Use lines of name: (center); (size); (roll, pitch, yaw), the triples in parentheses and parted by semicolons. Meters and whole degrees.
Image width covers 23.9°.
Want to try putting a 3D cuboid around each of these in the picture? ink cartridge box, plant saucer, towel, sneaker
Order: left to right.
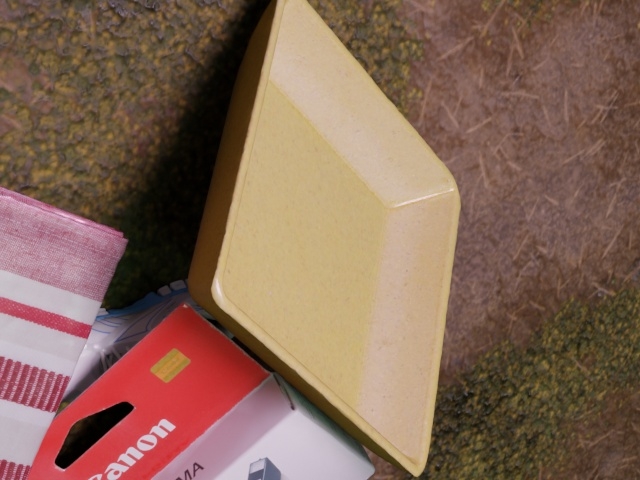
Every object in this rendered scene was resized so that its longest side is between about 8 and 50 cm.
towel: (-0.317, 0.109, 1.214); (0.237, 0.037, 0.329); (22, 93, -35)
sneaker: (-0.157, 0.094, 1.332); (0.191, 0.083, 0.071); (-27, 124, -28)
ink cartridge box: (-0.138, 0.228, 1.349); (0.296, 0.066, 0.261); (-42, 132, 7)
plant saucer: (0.000, 0.000, 1.351); (0.333, 0.081, 0.332); (46, 43, -42)
